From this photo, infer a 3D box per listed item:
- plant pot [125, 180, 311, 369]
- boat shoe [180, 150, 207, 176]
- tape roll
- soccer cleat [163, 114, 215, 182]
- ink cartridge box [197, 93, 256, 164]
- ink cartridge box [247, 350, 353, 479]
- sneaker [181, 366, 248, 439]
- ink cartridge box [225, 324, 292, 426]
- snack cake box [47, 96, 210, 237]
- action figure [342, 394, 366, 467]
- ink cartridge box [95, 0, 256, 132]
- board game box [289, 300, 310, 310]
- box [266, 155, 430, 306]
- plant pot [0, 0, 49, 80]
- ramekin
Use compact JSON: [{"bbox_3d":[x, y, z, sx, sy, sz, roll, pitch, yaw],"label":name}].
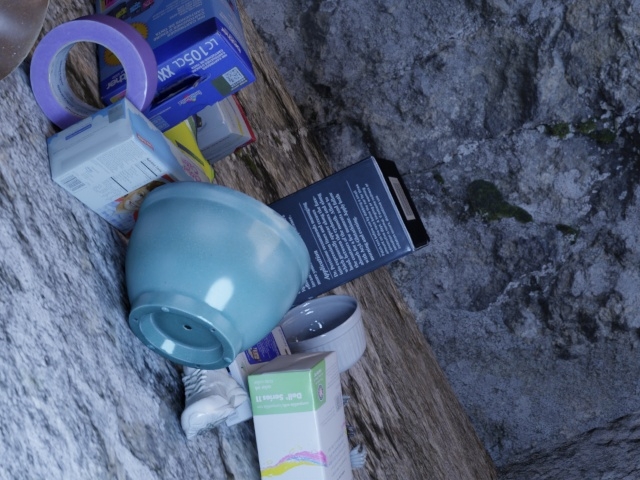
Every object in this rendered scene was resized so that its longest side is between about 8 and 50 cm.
[{"bbox_3d":[-0.183,0.076,1.520,0.293,0.293,0.196,55,42,-38],"label":"plant pot"},{"bbox_3d":[-0.244,-0.048,1.806,0.103,0.118,0.320,-109,173,-46],"label":"boat shoe"},{"bbox_3d":[-0.363,-0.265,1.568,0.189,0.189,0.080,61,12,-16],"label":"tape roll"},{"bbox_3d":[-0.293,-0.179,1.987,0.121,0.093,0.289,7,57,-39],"label":"soccer cleat"},{"bbox_3d":[-0.247,-0.257,2.167,0.127,0.128,0.176,65,12,6],"label":"ink cartridge box"},{"bbox_3d":[-0.025,0.387,1.708,0.207,0.119,0.354,-13,95,-76],"label":"ink cartridge box"},{"bbox_3d":[-0.191,0.241,1.554,0.115,0.090,0.232,58,3,2],"label":"sneaker"},{"bbox_3d":[-0.122,0.248,1.840,0.165,0.065,0.332,67,14,11],"label":"ink cartridge box"},{"bbox_3d":[-0.300,-0.101,1.587,0.264,0.152,0.089,47,21,-54],"label":"snack cake box"},{"bbox_3d":[0.011,0.383,1.952,0.275,0.140,0.164,-34,109,-79],"label":"action figure"},{"bbox_3d":[-0.288,-0.376,1.904,0.151,0.270,0.396,48,20,-47],"label":"ink cartridge box"},{"bbox_3d":[-0.046,0.177,2.347,0.211,0.039,0.160,60,13,-24],"label":"board game box"},{"bbox_3d":[0.000,0.000,2.052,0.212,0.395,0.293,66,13,2],"label":"box"},{"bbox_3d":[-0.491,-0.325,1.192,0.230,0.215,0.215,17,47,-54],"label":"plant pot"},{"bbox_3d":[0.002,0.214,2.110,0.207,0.207,0.109,-81,152,-69],"label":"ramekin"}]
